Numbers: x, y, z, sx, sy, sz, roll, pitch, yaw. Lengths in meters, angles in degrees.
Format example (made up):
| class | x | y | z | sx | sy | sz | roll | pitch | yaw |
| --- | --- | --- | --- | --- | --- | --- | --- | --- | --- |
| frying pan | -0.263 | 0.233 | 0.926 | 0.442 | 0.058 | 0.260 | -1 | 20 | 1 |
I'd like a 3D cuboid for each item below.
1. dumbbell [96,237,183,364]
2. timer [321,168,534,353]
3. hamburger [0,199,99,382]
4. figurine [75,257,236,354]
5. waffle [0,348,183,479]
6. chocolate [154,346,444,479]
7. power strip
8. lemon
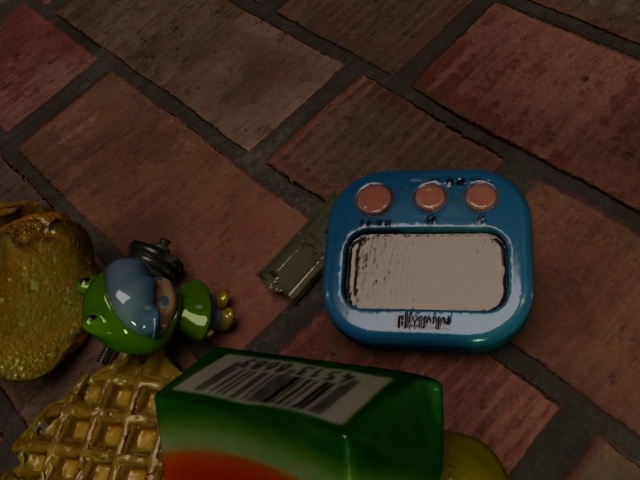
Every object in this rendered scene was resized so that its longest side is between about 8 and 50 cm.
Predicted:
| class | x | y | z | sx | sy | sz | roll | pitch | yaw |
| --- | --- | --- | --- | --- | --- | --- | --- | --- | --- |
| dumbbell | -0.343 | 0.108 | 1.202 | 0.110 | 0.110 | 0.254 | 18 | 72 | 23 |
| timer | 0.176 | 0.033 | 1.092 | 0.340 | 0.115 | 0.309 | 0 | 66 | 14 |
| hamburger | -0.530 | 0.080 | 1.134 | 0.170 | 0.314 | 0.290 | 12 | 30 | 23 |
| figurine | -0.273 | 0.115 | 1.102 | 0.143 | 0.263 | 0.162 | -54 | 43 | 33 |
| waffle | -0.328 | 0.374 | 1.045 | 0.382 | 0.095 | 0.379 | -41 | 60 | -9 |
| chocolate | -0.032 | 0.325 | 0.801 | 0.360 | 0.161 | 0.341 | -1 | 97 | 38 |
| power strip | 0.000 | 0.000 | 1.215 | 0.092 | 0.034 | 0.268 | 33 | 72 | 29 |
| lemon | 0.150 | 0.350 | 0.880 | 0.248 | 0.184 | 0.184 | -11 | 58 | 13 |
